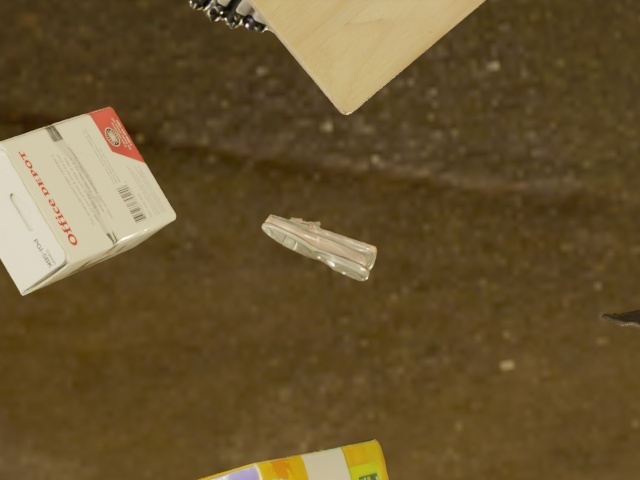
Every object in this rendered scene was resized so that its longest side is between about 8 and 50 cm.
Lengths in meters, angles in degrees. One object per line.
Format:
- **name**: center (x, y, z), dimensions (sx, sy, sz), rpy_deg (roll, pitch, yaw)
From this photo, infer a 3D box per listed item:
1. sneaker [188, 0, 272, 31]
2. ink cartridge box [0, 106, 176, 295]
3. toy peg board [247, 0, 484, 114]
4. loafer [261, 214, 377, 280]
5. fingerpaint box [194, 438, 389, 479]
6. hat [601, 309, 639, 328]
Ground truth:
- **sneaker**: center (-0.029, -0.221, 1.614), dimensions (0.234, 0.106, 0.078), rpy_deg (19, 151, -19)
- **ink cartridge box**: center (-0.181, -0.030, 1.409), dimensions (0.056, 0.099, 0.135), rpy_deg (-33, 176, 33)
- **toy peg board**: center (0.025, -0.202, 1.510), dimensions (0.161, 0.161, 0.079), rpy_deg (-40, -179, -8)
- **loafer**: center (0.000, 0.000, 2.098), dimensions (0.125, 0.039, 0.045), rpy_deg (27, 164, -1)
- **fingerpaint box**: center (-0.011, 0.423, 1.795), dimensions (0.163, 0.445, 0.371), rpy_deg (-18, 173, 16)
- **hat**: center (0.442, 0.131, 1.925), dimensions (0.331, 0.134, 0.331), rpy_deg (0, 180, 0)
